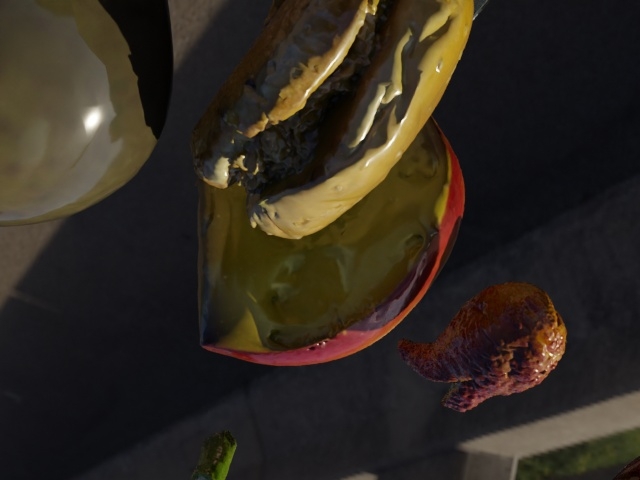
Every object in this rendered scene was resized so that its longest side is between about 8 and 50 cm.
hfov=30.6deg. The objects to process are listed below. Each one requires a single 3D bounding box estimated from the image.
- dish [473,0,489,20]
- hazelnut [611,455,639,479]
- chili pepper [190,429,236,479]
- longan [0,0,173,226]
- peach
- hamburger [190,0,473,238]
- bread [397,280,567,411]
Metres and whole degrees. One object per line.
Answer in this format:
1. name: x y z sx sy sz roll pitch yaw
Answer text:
1. dish: 0.118 -0.319 1.609 0.106 0.316 0.316 43 145 -13
2. hazelnut: 0.412 0.318 1.313 0.176 0.214 0.214 54 165 26
3. chili pepper: -0.143 0.295 1.602 0.051 0.050 0.202 -13 -173 3
4. longan: -0.282 -0.188 1.022 0.360 0.361 0.361 12 152 7
5. peach: 0.000 0.000 1.474 0.380 0.306 0.242 -29 162 -3
6. hamburger: 0.014 -0.154 1.003 0.158 0.319 0.318 29 150 -14
7. bread: 0.208 0.143 1.487 0.139 0.095 0.269 48 132 -3
